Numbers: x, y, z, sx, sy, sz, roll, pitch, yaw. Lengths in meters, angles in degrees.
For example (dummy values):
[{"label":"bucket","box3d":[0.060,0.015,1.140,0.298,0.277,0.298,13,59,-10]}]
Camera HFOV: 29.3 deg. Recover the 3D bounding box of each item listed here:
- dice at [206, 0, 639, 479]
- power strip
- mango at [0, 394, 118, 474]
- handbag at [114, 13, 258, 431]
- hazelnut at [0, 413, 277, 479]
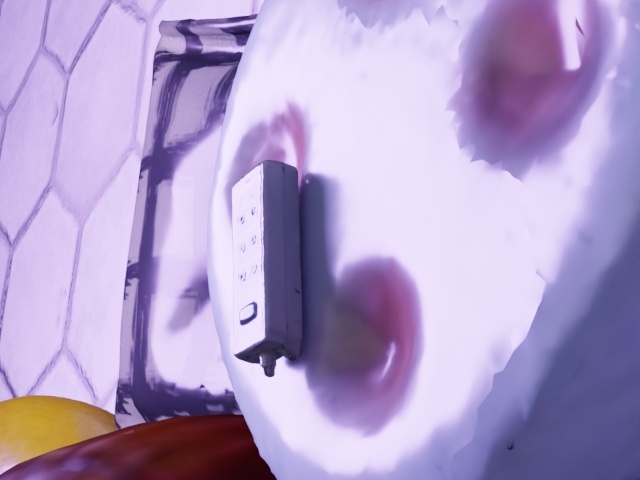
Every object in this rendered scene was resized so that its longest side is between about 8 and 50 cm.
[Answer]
[{"label":"dice","box3d":[0.127,-0.016,0.484,0.262,0.265,0.268,-62,33,23]},{"label":"power strip","box3d":[-0.019,0.009,0.440,0.027,0.017,0.083,-37,47,49]},{"label":"mango","box3d":[-0.239,0.274,1.011,0.445,0.221,0.301,-4,99,55]},{"label":"handbag","box3d":[0.000,0.000,0.809,0.327,0.163,0.325,-2,80,51]},{"label":"hazelnut","box3d":[-0.057,0.277,0.543,0.353,0.421,0.420,14,91,27]}]
